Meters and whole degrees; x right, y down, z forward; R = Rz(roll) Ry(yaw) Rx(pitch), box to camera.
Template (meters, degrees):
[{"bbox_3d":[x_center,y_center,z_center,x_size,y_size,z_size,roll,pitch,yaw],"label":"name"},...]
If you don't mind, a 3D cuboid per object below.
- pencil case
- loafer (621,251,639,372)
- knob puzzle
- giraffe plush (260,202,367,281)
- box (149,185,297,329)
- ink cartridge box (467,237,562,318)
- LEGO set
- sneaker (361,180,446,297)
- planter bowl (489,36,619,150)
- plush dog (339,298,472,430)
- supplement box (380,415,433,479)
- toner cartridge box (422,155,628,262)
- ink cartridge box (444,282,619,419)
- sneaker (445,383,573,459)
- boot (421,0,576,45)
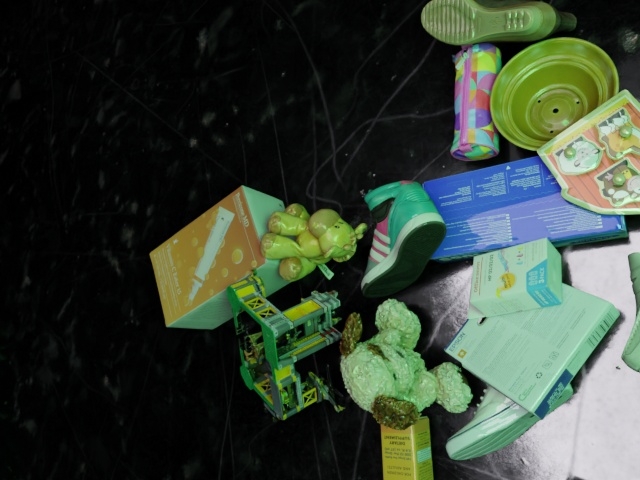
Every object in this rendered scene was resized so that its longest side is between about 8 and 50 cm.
[{"bbox_3d":[0.316,-0.283,1.084,0.104,0.104,0.237,-4,79,33],"label":"pencil case"},{"bbox_3d":[0.552,0.057,0.857,0.111,0.112,0.320,23,86,40],"label":"loafer"},{"bbox_3d":[0.489,-0.128,0.880,0.213,0.030,0.213,-3,82,24],"label":"knob puzzle"},{"bbox_3d":[0.000,0.000,1.153,0.170,0.210,0.182,-24,39,52],"label":"giraffe plush"},{"bbox_3d":[-0.237,0.055,1.338,0.345,0.168,0.215,-32,64,24],"label":"box"},{"bbox_3d":[0.337,0.074,0.968,0.181,0.061,0.104,-21,41,42],"label":"ink cartridge box"},{"bbox_3d":[-0.061,0.216,1.177,0.254,0.192,0.332,20,124,53],"label":"LEGO set"},{"bbox_3d":[0.142,-0.018,1.092,0.296,0.123,0.179,119,146,-50],"label":"sneaker"},{"bbox_3d":[0.438,-0.259,1.000,0.217,0.090,0.218,-7,76,28],"label":"planter bowl"},{"bbox_3d":[0.122,0.256,1.017,0.211,0.225,0.262,-47,56,17],"label":"plush dog"},{"bbox_3d":[0.172,0.467,1.036,0.078,0.080,0.234,-12,76,34],"label":"supplement box"},{"bbox_3d":[0.375,-0.062,1.012,0.347,0.075,0.165,-10,76,32],"label":"toner cartridge box"},{"bbox_3d":[0.362,0.166,0.939,0.223,0.045,0.224,-51,29,-3],"label":"ink cartridge box"},{"bbox_3d":[0.330,0.306,0.970,0.258,0.094,0.091,-41,40,17],"label":"sneaker"},{"bbox_3d":[0.347,-0.427,1.041,0.248,0.206,0.090,22,119,37],"label":"boot"}]
